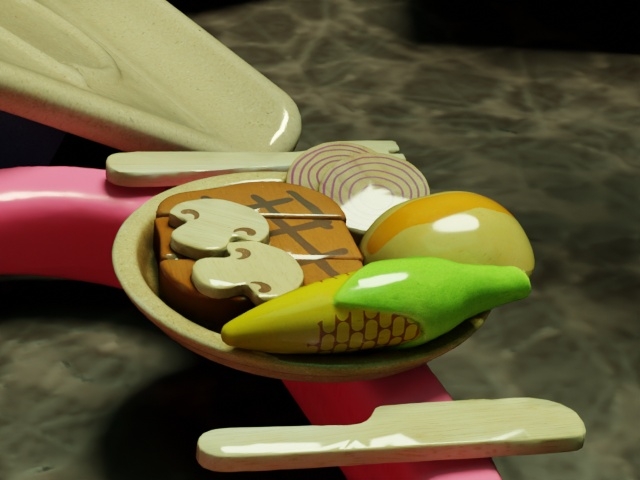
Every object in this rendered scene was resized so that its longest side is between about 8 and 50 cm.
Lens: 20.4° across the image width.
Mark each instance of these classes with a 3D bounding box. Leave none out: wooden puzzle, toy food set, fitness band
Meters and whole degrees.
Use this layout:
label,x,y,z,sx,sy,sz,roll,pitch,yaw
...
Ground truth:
label,x,y,z,sx,sy,sz,roll,pitch,yaw
wooden puzzle,-0.223,-0.115,0.716,0.348,0.080,0.322,11,21,-46
toy food set,0.000,0.000,0.568,0.132,0.038,0.192,-3,30,-17
fitness band,-0.065,0.062,0.533,0.209,0.054,0.291,-9,33,-20
